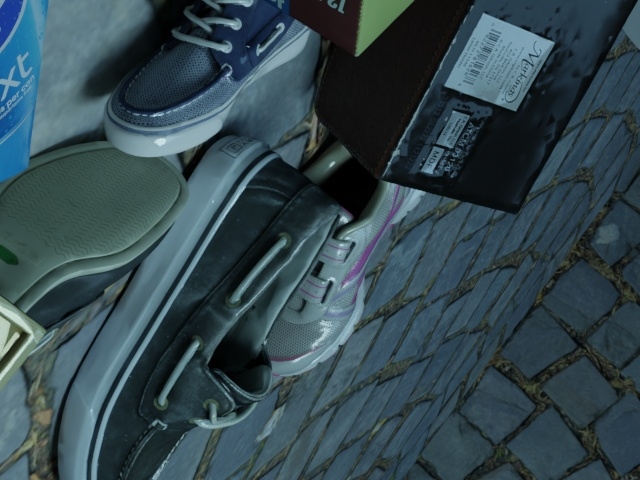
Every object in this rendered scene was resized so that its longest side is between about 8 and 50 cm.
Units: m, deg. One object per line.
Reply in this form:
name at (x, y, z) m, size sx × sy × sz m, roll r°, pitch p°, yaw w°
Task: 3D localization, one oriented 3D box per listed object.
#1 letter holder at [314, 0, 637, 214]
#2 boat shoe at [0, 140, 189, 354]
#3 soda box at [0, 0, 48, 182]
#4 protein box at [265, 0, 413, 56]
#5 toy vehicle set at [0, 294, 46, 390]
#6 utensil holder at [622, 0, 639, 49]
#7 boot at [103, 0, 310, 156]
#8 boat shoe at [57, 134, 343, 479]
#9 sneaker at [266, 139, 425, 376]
letter holder at (0.116, -0.212, 0.956) m, size 0.152 × 0.214 × 0.302 m, roll 12°, pitch 115°, yaw -37°
boat shoe at (-0.167, 0.016, 0.691) m, size 0.233 × 0.084 × 0.079 m, roll -42°, pitch 173°, yaw -41°
soda box at (-0.155, -0.114, 0.490) m, size 0.067 × 0.071 × 0.210 m, roll -38°, pitch 155°, yaw -45°
protein box at (0.031, -0.249, 0.639) m, size 0.201 × 0.136 × 0.200 m, roll -48°, pitch 161°, yaw -28°
toy vehicle set at (-0.259, 0.097, 0.515) m, size 0.267 × 0.035 × 0.166 m, roll -53°, pitch 133°, yaw -12°
utensil holder at (0.554, -0.360, 1.533) m, size 0.385 × 0.327 × 0.327 m, roll -23°, pitch 142°, yaw -57°
boot at (-0.065, -0.129, 0.730) m, size 0.190 × 0.069 × 0.086 m, roll -50°, pitch 156°, yaw -45°
boat shoe at (-0.094, 0.088, 0.920) m, size 0.121 × 0.119 × 0.335 m, roll -20°, pitch 140°, yaw -62°
sneaker at (0.000, 0.000, 1.071) m, size 0.252 × 0.103 × 0.111 m, roll -63°, pitch 158°, yaw -1°
